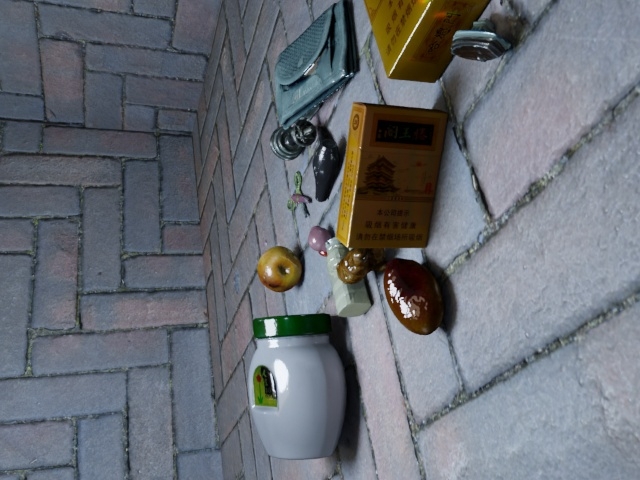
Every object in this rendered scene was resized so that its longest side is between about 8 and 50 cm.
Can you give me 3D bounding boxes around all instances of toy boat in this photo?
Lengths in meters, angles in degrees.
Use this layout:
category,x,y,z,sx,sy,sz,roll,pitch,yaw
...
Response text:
category,x,y,z,sx,sy,sz,roll,pitch,yaw
toy boat,0.267,-0.340,1.044,0.066,0.059,0.140,-58,26,1

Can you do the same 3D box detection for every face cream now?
category,x,y,z,sx,sy,sz,roll,pitch,yaw
face cream,-0.063,0.375,1.631,0.313,0.220,0.356,-15,76,52

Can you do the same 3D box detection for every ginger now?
category,x,y,z,sx,sy,sz,roll,pitch,yaw
ginger,0.102,0.050,1.406,0.073,0.103,0.162,62,159,10

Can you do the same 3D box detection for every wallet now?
category,x,y,z,sx,sy,sz,roll,pitch,yaw
wallet,-0.032,-0.481,1.710,0.342,0.075,0.237,-25,63,52

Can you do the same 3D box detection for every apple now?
category,x,y,z,sx,sy,sz,roll,pitch,yaw
apple,-0.128,0.093,1.944,0.146,0.147,0.146,-179,90,-69

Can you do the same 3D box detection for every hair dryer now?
category,x,y,z,sx,sy,sz,roll,pitch,yaw
hair dryer,0.008,-0.242,1.743,0.195,0.075,0.219,99,170,-46

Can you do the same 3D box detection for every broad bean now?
category,x,y,z,sx,sy,sz,roll,pitch,yaw
broad bean,0.183,0.107,1.204,0.165,0.085,0.114,56,135,48

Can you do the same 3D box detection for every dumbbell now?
category,x,y,z,sx,sy,sz,roll,pitch,yaw
dumbbell,-0.070,-0.310,1.863,0.255,0.110,0.110,171,99,-66

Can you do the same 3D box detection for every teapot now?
category,x,y,z,sx,sy,sz,roll,pitch,yaw
teapot,0.068,0.077,1.522,0.107,0.077,0.200,122,143,-47

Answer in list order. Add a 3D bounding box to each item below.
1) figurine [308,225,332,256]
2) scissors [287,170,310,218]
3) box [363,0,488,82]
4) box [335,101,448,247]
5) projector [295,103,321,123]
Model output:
category,x,y,z,sx,sy,sz,roll,pitch,yaw
figurine,0.000,0.000,1.718,0.083,0.067,0.071,49,157,39
scissors,-0.065,-0.132,1.961,0.187,0.020,0.133,-124,44,-59
box,0.178,-0.544,1.196,0.264,0.116,0.415,121,144,-55
box,0.134,-0.123,1.211,0.076,0.175,0.273,-139,53,-63
projector,-0.047,-0.425,1.865,0.147,0.061,0.115,154,116,-67
